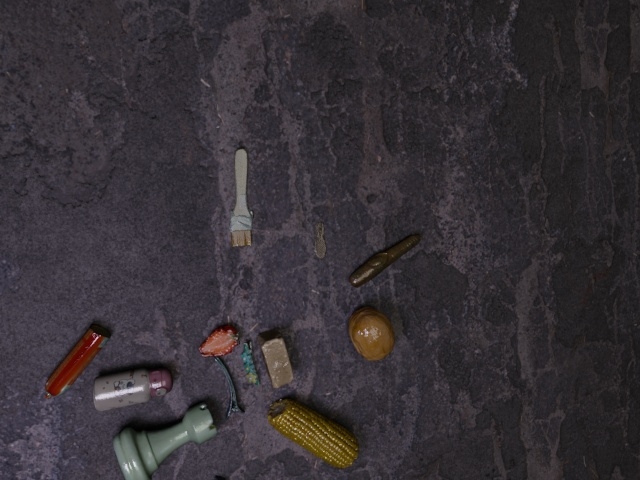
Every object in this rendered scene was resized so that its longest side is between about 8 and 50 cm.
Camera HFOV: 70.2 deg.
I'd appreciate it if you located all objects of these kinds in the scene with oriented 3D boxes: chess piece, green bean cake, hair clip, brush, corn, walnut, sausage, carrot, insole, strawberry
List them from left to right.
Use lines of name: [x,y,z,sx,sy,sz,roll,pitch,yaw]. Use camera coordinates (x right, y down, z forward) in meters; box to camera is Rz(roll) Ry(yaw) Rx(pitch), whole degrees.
sausage: [-0.771,0.386,1.425,0.083,0.083,0.264,40,84,-17]
chess piece: [-0.498,0.653,1.490,0.299,0.195,0.194,-22,101,-23]
strawberry: [-0.346,0.347,1.569,0.152,0.048,0.103,-21,108,0]
hair clip: [-0.325,0.509,1.599,0.070,0.039,0.229,-14,95,-16]
brush: [-0.271,-0.146,1.554,0.086,0.020,0.336,-2,96,-17]
hair clip: [-0.252,0.439,1.611,0.049,0.049,0.172,-13,100,-15]
green bean cake: [-0.158,0.413,1.598,0.085,0.109,0.179,-17,99,-15]
corn: [-0.014,0.699,1.654,0.387,0.144,0.144,39,84,-17]
insole: [0.000,0.000,1.661,0.045,0.002,0.135,-2,96,-17]
walnut: [0.189,0.342,1.667,0.165,0.165,0.197,-34,101,-11]
carrot: [0.251,0.065,1.714,0.342,0.070,0.070,-34,104,-13]

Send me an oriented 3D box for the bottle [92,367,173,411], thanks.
bottle: [-0.599,0.473,1.469,0.233,0.110,0.109,-6,97,-16]

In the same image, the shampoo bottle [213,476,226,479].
shampoo bottle: [-0.405,0.991,1.598,0.098,0.071,0.309,25,88,-17]
